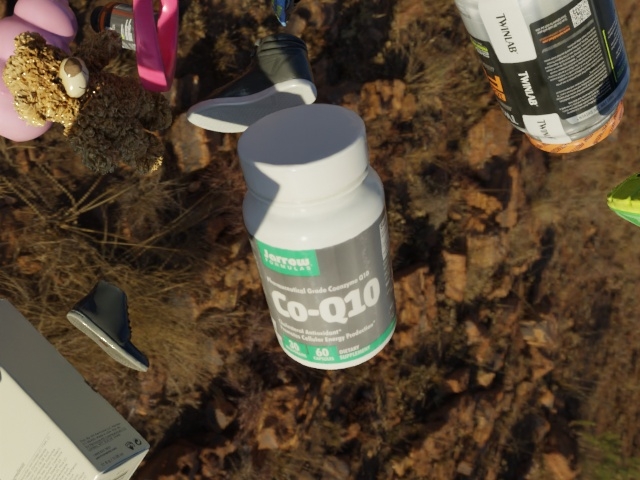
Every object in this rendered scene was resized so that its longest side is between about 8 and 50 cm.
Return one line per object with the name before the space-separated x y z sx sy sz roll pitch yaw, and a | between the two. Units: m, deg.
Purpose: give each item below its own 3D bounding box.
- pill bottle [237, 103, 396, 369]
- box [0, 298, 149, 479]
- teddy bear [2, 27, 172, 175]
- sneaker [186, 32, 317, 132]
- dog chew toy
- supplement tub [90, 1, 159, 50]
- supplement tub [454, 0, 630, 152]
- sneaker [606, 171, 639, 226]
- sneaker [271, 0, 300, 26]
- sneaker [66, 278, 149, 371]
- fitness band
pill bottle | 0.000 0.000 0.923 0.204 0.204 0.361 -45 139 -36
box | -0.339 0.196 0.727 0.113 0.275 0.094 -53 165 14
teddy bear | -0.376 -0.238 1.102 0.245 0.113 0.338 -66 148 -20
sneaker | -0.138 -0.317 1.261 0.104 0.295 0.147 34 51 -54
dog chew toy | -0.644 -0.389 1.369 0.206 0.206 0.332 26 89 -45
supplement tub | -0.469 -0.524 1.536 0.106 0.197 0.106 -46 148 -41
supplement tub | 0.329 -0.286 0.906 0.316 0.193 0.194 49 58 -40
sneaker | 0.401 -0.009 0.638 0.109 0.295 0.124 -29 109 1
sneaker | -0.087 -0.628 1.672 0.078 0.188 0.067 -32 95 -1
sneaker | -0.446 0.194 1.414 0.222 0.083 0.118 49 55 -24
fitness band | -0.281 -0.381 1.098 0.054 0.291 0.209 0 123 -7
